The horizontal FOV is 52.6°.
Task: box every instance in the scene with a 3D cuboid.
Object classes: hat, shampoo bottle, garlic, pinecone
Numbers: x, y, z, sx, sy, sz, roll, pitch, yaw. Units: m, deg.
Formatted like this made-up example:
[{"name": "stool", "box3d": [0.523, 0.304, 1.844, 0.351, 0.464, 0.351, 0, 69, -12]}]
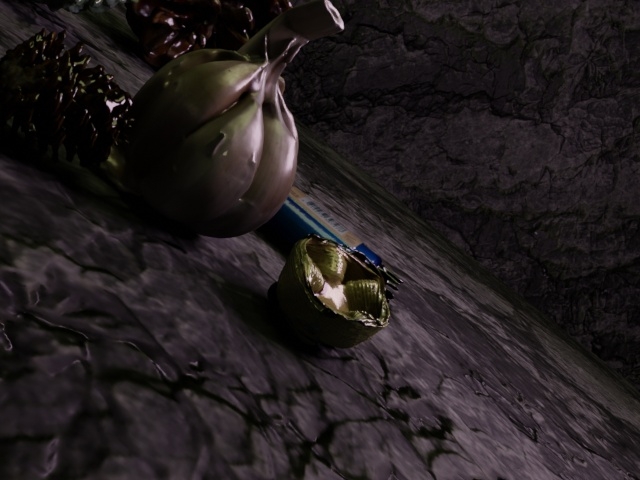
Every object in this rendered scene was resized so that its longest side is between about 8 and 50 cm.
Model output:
[{"name": "hat", "box3d": [0.003, 0.041, 0.452, 0.077, 0.059, 0.076, 26, 31, -31]}, {"name": "shampoo bottle", "box3d": [0.000, 0.000, 0.632, 0.183, 0.050, 0.087, 40, 8, 9]}, {"name": "garlic", "box3d": [-0.054, -0.086, 0.462, 0.127, 0.194, 0.131, 50, 7, 10]}, {"name": "pinecone", "box3d": [-0.154, -0.080, 0.385, 0.083, 0.077, 0.077, 38, 8, -38]}, {"name": "pinecone", "box3d": [-0.182, -0.364, 1.046, 0.298, 0.242, 0.296, 37, 19, -17]}]

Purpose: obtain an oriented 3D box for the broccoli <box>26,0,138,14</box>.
[{"name": "broccoli", "box3d": [-0.313, -0.415, 0.693, 0.347, 0.281, 0.293, 36, 10, -10]}]
